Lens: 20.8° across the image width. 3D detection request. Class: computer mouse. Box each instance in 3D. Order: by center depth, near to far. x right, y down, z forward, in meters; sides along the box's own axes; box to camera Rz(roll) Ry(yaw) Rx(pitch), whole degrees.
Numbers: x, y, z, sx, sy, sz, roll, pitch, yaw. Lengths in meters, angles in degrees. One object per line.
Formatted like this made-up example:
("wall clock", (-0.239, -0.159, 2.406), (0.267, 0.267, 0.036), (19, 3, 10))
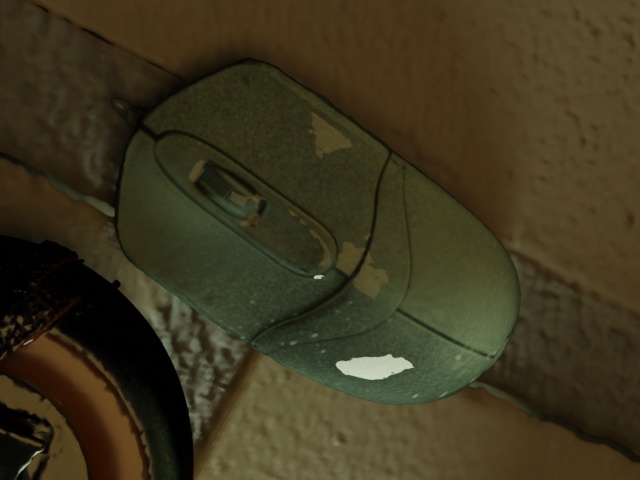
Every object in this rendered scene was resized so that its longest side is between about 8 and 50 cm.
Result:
("computer mouse", (0.003, 0.003, 0.792), (0.229, 0.068, 0.113), (32, 98, -22))

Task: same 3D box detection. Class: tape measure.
("tape measure", (-0.159, 0.105, 0.755), (0.202, 0.135, 0.223), (19, 99, -10))
